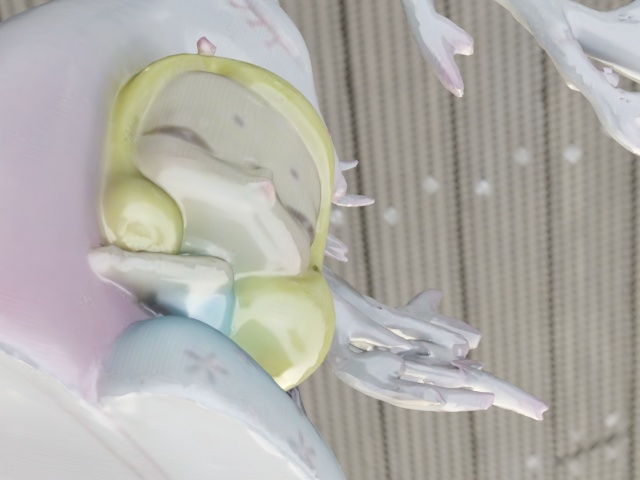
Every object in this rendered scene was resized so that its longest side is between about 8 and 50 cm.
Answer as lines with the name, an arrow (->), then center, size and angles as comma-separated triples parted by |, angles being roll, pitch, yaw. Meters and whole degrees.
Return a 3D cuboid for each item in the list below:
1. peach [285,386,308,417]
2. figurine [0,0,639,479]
peach -> -0.205, 0.117, 0.892 | 0.416, 0.353, 0.339 | 23, 125, -29
figurine -> -0.010, 0.005, 0.661 | 0.284, 0.316, 0.206 | 28, 136, -14
